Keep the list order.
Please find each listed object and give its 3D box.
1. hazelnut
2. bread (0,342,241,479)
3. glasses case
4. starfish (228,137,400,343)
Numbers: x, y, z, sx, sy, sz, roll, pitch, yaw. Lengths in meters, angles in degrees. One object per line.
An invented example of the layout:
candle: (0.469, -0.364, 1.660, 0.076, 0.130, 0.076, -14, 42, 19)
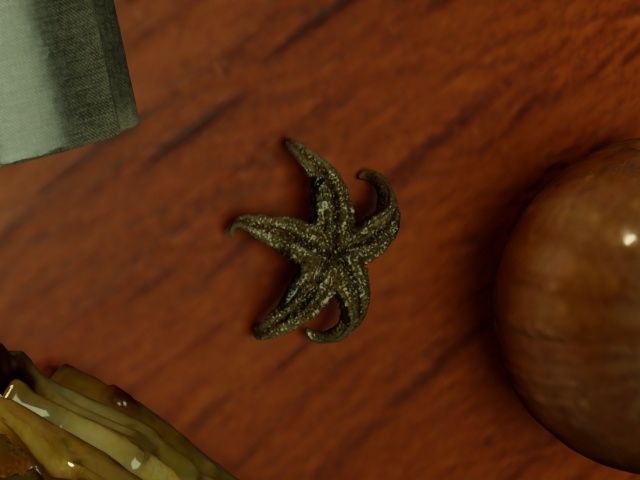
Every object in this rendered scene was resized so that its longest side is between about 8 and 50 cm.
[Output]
hazelnut: (0.155, 0.029, 0.821, 0.150, 0.150, 0.150, -5, 101, -28)
bread: (-0.072, 0.224, 0.706, 0.324, 0.167, 0.277, 46, 73, -22)
glasses case: (-0.122, -0.133, 0.696, 0.071, 0.047, 0.205, -18, 106, -26)
starfish: (0.000, 0.000, 0.797, 0.078, 0.028, 0.091, -15, 101, -24)
